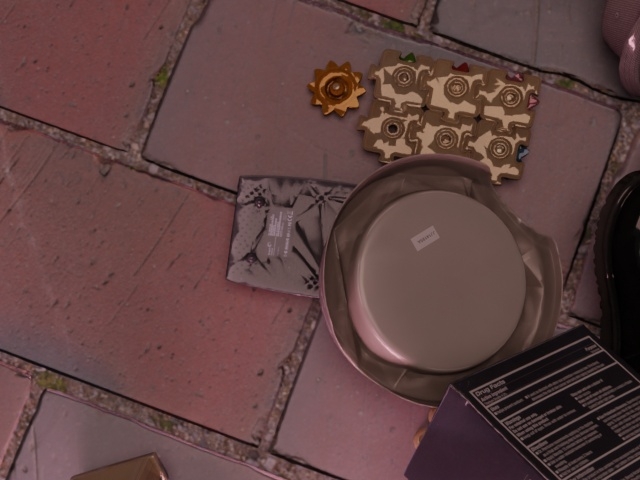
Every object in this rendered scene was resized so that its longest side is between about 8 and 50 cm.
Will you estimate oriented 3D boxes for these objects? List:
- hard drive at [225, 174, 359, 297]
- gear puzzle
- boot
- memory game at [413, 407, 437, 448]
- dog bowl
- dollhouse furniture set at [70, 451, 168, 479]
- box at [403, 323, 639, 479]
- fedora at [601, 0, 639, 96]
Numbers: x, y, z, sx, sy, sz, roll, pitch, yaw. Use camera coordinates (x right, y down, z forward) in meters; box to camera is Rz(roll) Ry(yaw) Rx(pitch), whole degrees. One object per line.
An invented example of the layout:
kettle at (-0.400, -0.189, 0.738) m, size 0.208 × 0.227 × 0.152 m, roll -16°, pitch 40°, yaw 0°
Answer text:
hard drive at (0.000, 0.000, 1.927) m, size 0.255 × 0.054 × 0.172 m, roll 7°, pitch 80°, yaw 0°
gear puzzle at (0.144, -0.186, 1.973) m, size 0.339 × 0.044 × 0.175 m, roll 11°, pitch 81°, yaw 5°
boot at (0.501, 0.089, 1.769) m, size 0.131 × 0.260 × 0.348 m, roll -13°, pitch 106°, yaw -34°
memory game at (0.220, 0.304, 1.890) m, size 0.186 × 0.012 × 0.186 m, roll 0°, pitch 79°, yaw 0°
dog bowl at (0.156, 0.058, 1.853) m, size 0.349 × 0.102 × 0.349 m, roll 3°, pitch 81°, yaw -16°
dollhouse furniture set at (-0.283, 0.493, 1.831) m, size 0.286 × 0.198 × 0.303 m, roll -18°, pitch 111°, yaw 18°
box at (0.321, 0.294, 1.702) m, size 0.296 × 0.183 × 0.294 m, roll -16°, pitch 51°, yaw -43°
fedora at (0.500, -0.342, 1.915) m, size 0.244 × 0.275 × 0.124 m, roll -11°, pitch 45°, yaw -38°
